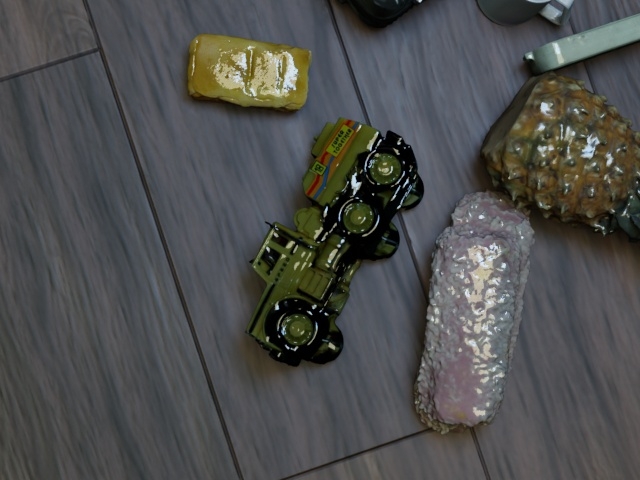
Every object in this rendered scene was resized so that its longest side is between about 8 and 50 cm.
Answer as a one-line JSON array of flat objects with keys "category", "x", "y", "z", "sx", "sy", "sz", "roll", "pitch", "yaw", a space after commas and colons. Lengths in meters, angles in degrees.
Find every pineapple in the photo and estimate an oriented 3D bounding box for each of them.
[{"category": "pineapple", "x": 0.319, "y": -0.042, "z": 1.320, "sx": 0.310, "sy": 0.170, "sz": 0.141, "roll": 34, "pitch": 112, "yaw": -5}]

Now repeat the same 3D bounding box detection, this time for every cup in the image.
[{"category": "cup", "x": 0.226, "y": -0.264, "z": 1.350, "sx": 0.104, "sy": 0.116, "sz": 0.074, "roll": 34, "pitch": 86, "yaw": -8}]

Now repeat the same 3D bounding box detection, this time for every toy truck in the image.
[{"category": "toy truck", "x": 0.003, "y": 0.004, "z": 1.314, "sx": 0.127, "sy": 0.127, "sz": 0.257, "roll": 24, "pitch": 85, "yaw": 13}]

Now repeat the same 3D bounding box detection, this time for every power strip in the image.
[{"category": "power strip", "x": 0.326, "y": -0.221, "z": 1.366, "sx": 0.226, "sy": 0.080, "sz": 0.029, "roll": -19, "pitch": 90, "yaw": -4}]

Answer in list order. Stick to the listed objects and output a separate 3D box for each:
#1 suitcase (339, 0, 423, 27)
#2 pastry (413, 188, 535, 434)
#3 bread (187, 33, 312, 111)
[{"category": "suitcase", "x": 0.044, "y": -0.392, "z": 1.337, "sx": 0.202, "sy": 0.128, "sz": 0.312, "roll": -39, "pitch": 89, "yaw": -5}, {"category": "pastry", "x": 0.159, "y": 0.072, "z": 1.320, "sx": 0.102, "sy": 0.112, "sz": 0.265, "roll": 9, "pitch": 84, "yaw": 8}, {"category": "bread", "x": -0.076, "y": -0.176, "z": 1.351, "sx": 0.132, "sy": 0.053, "sz": 0.074, "roll": 10, "pitch": 85, "yaw": -1}]
